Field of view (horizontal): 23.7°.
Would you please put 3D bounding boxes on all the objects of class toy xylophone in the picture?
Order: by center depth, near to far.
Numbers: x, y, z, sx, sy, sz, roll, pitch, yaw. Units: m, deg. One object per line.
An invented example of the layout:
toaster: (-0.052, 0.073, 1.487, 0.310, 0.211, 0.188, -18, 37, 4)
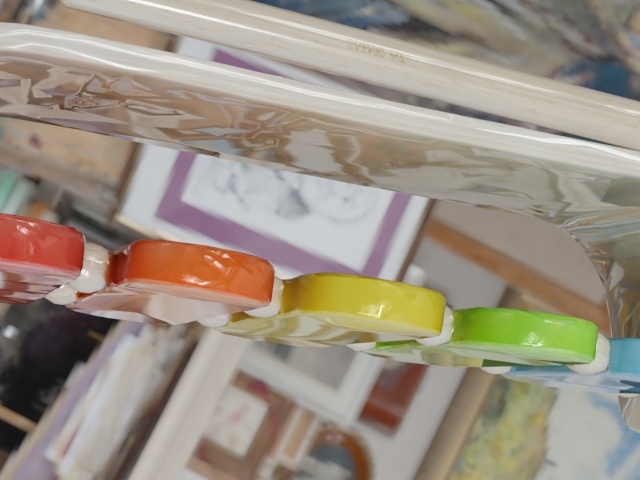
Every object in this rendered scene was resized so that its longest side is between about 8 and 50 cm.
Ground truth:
toy xylophone: (0.000, 0.000, 0.446, 0.236, 0.322, 0.081, 142, -43, -81)
